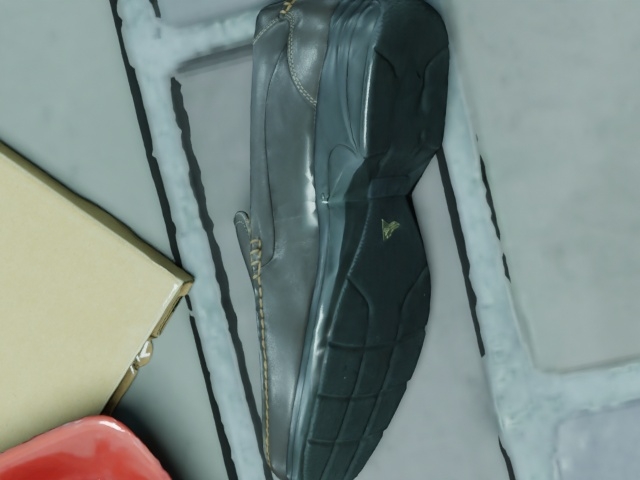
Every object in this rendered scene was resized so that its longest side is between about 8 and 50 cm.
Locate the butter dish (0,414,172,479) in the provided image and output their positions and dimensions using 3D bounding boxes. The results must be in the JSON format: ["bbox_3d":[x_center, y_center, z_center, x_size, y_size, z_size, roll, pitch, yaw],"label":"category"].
[{"bbox_3d":[-0.100,0.166,0.627,0.160,0.118,0.160,-26,107,15],"label":"butter dish"}]

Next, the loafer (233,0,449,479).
[{"bbox_3d":[0.000,0.000,0.636,0.061,0.062,0.170,12,95,36],"label":"loafer"}]

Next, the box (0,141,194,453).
[{"bbox_3d":[-0.169,0.025,0.696,0.201,0.021,0.164,34,103,9],"label":"box"}]
